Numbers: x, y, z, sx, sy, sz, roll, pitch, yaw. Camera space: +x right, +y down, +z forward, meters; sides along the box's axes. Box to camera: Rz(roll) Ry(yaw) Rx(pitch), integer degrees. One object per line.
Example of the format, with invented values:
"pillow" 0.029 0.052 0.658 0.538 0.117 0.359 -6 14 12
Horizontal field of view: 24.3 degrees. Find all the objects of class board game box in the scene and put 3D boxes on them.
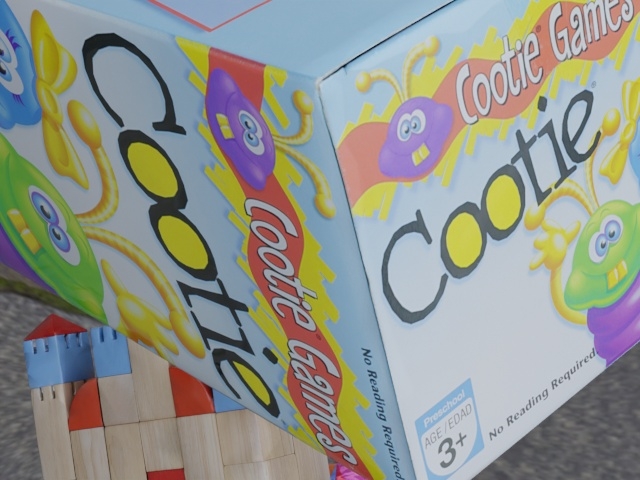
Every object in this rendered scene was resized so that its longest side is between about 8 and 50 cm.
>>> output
"board game box" -0.023 -0.051 0.504 0.144 0.275 0.142 -33 126 -28

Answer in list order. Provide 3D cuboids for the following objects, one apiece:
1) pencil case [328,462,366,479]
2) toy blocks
"pencil case" 0.019 0.332 1.420 0.104 0.104 0.236 10 54 -4
"toy blocks" -0.141 0.182 1.434 0.381 0.191 0.260 -11 86 36
